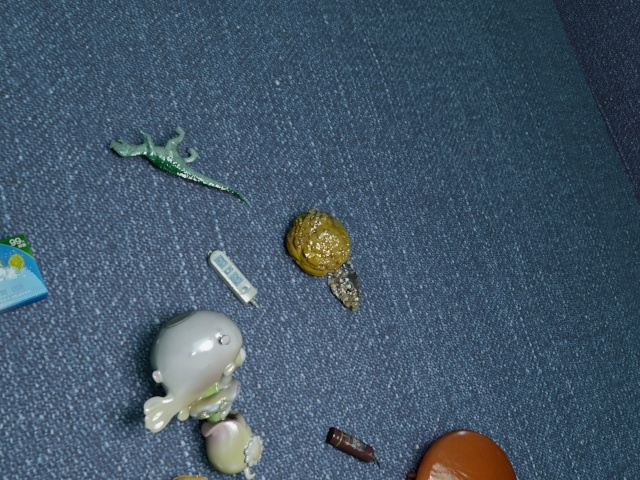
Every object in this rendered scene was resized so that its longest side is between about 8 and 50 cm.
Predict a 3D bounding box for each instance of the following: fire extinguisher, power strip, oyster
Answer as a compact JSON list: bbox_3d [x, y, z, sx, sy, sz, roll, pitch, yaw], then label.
[{"bbox_3d":[0.088,0.535,1.353,0.158,0.043,0.064,33,18,-16],"label":"fire extinguisher"},{"bbox_3d":[-0.222,0.099,1.341,0.191,0.030,0.047,50,58,-5],"label":"power strip"},{"bbox_3d":[0.077,0.126,1.483,0.103,0.051,0.148,-23,85,-32],"label":"oyster"}]

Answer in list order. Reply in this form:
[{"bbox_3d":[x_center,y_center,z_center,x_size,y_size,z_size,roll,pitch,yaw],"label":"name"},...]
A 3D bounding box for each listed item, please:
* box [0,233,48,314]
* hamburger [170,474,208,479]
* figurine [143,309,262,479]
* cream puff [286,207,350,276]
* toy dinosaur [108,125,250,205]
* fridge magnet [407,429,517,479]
[{"bbox_3d":[-0.683,0.086,1.067,0.194,0.073,0.139,-23,85,-32],"label":"box"},{"bbox_3d":[-0.290,0.574,1.109,0.147,0.083,0.138,-31,85,-36],"label":"hamburger"},{"bbox_3d":[-0.257,0.359,1.149,0.274,0.226,0.395,-29,102,-46],"label":"figurine"},{"bbox_3d":[0.000,0.000,1.435,0.188,0.129,0.189,10,68,-24],"label":"cream puff"},{"bbox_3d":[-0.341,-0.216,1.363,0.382,0.076,0.130,17,72,-19],"label":"toy dinosaur"},{"bbox_3d":[0.391,0.697,1.395,0.363,0.155,0.364,10,68,-26],"label":"fridge magnet"}]
